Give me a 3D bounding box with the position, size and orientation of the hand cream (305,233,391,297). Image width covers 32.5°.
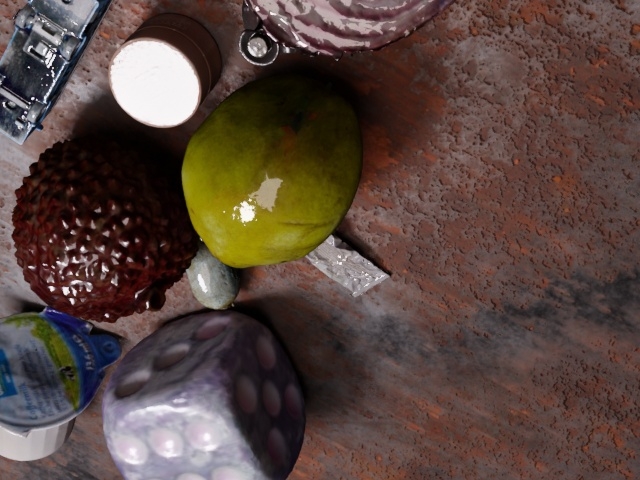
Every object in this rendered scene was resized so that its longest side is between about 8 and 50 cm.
[{"bbox_3d":[-0.001,0.002,1.817,0.257,0.050,0.084,43,120,-17],"label":"hand cream"}]

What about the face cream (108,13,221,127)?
[{"bbox_3d":[-0.236,-0.260,1.676,0.149,0.104,0.149,7,123,11],"label":"face cream"}]

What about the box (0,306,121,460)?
[{"bbox_3d":[-0.528,0.278,2.059,0.262,0.291,0.206,57,147,26],"label":"box"}]

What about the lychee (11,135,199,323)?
[{"bbox_3d":[-0.345,-0.014,1.750,0.306,0.306,0.330,-44,69,33],"label":"lychee"}]

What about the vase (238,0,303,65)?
[{"bbox_3d":[-0.065,-0.306,1.550,0.120,0.183,0.120,7,122,12],"label":"vase"}]

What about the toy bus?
[{"bbox_3d":[-0.421,-0.296,1.689,0.106,0.131,0.297,34,125,-8],"label":"toy bus"}]

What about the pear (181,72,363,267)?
[{"bbox_3d":[-0.071,-0.100,1.644,0.269,0.269,0.321,33,108,-7],"label":"pear"}]

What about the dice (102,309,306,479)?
[{"bbox_3d":[-0.201,0.304,1.926,0.270,0.271,0.270,-15,116,23],"label":"dice"}]

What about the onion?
[{"bbox_3d":[0.017,-0.403,1.461,0.280,0.146,0.314,-29,105,10],"label":"onion"}]

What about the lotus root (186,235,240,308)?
[{"bbox_3d":[-0.188,0.048,1.875,0.088,0.088,0.165,-11,112,21],"label":"lotus root"}]
